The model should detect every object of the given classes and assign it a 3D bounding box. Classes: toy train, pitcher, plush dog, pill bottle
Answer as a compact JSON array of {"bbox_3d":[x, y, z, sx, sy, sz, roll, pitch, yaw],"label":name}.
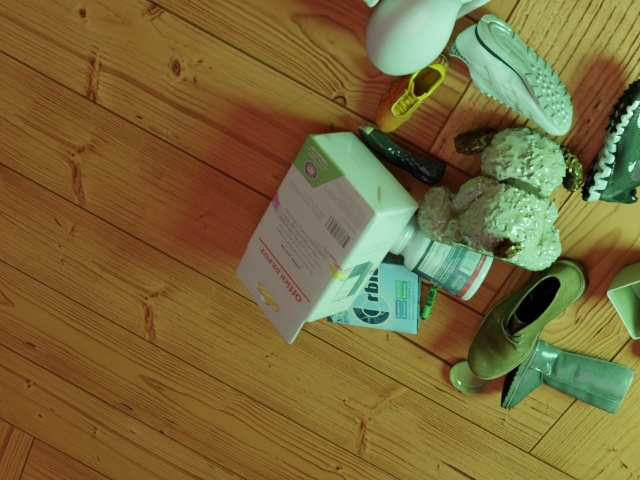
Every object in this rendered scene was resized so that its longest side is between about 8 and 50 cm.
[{"bbox_3d":[0.211,0.123,1.787,0.017,0.024,0.083,18,124,8],"label":"toy train"},{"bbox_3d":[0.178,-0.354,1.452,0.207,0.177,0.126,-44,60,49],"label":"pitcher"},{"bbox_3d":[0.316,-0.081,1.534,0.262,0.210,0.226,17,90,-2],"label":"plush dog"},{"bbox_3d":[0.212,0.022,1.674,0.180,0.108,0.108,29,125,1],"label":"pill bottle"}]

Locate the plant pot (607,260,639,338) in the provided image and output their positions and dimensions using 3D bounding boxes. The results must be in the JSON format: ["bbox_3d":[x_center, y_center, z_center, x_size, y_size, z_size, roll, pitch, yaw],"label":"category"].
[{"bbox_3d":[0.571,0.087,1.598,0.109,0.096,0.109,-24,111,29],"label":"plant pot"}]

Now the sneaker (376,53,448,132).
[{"bbox_3d":[0.147,-0.247,1.557,0.064,0.067,0.175,35,126,-6],"label":"sneaker"}]

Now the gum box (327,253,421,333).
[{"bbox_3d":[0.103,0.097,1.798,0.184,0.041,0.157,6,122,15],"label":"gum box"}]

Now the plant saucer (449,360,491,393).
[{"bbox_3d":[0.303,0.272,1.853,0.083,0.015,0.083,8,122,13],"label":"plant saucer"}]

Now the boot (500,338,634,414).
[{"bbox_3d":[0.471,0.284,1.776,0.208,0.076,0.190,19,125,-1],"label":"boot"}]

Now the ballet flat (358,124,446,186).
[{"bbox_3d":[0.143,-0.157,1.634,0.173,0.057,0.049,32,85,-4],"label":"ballet flat"}]

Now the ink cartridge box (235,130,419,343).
[{"bbox_3d":[0.000,0.000,1.679,0.207,0.119,0.353,51,129,24],"label":"ink cartridge box"}]

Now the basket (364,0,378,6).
[{"bbox_3d":[0.109,-0.461,1.410,0.103,0.113,0.167,44,123,-8],"label":"basket"}]

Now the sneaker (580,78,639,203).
[{"bbox_3d":[0.509,-0.152,1.488,0.106,0.078,0.234,16,127,5],"label":"sneaker"}]

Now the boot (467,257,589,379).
[{"bbox_3d":[0.354,0.152,1.684,0.112,0.115,0.305,48,124,18],"label":"boot"}]

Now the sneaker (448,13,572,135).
[{"bbox_3d":[0.313,-0.257,1.494,0.235,0.090,0.095,47,136,-8],"label":"sneaker"}]
